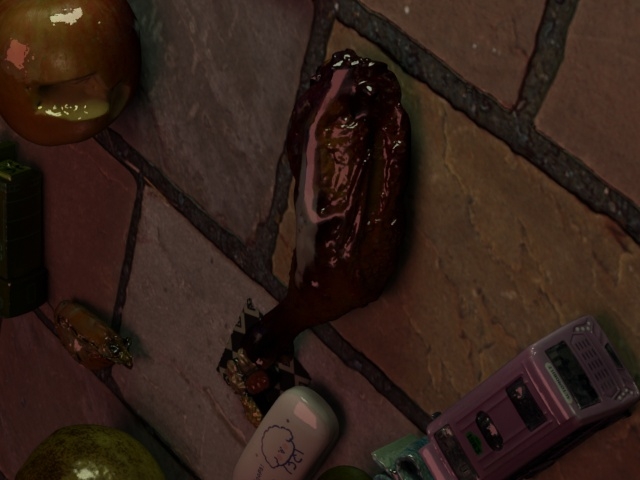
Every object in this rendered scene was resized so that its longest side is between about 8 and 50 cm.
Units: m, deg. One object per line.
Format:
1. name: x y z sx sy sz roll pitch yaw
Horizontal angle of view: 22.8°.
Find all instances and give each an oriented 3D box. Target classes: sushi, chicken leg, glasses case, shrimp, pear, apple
1. sushi: -0.074 0.148 1.733 0.120 0.026 0.126 50 136 24
2. chicken leg: 0.000 0.000 1.541 0.158 0.096 0.407 47 138 33
3. glasses case: -0.039 0.230 1.705 0.076 0.049 0.197 45 134 15
4. shrimp: -0.277 0.124 1.954 0.184 0.043 0.091 14 122 53
5. pear: -0.272 0.325 1.908 0.197 0.197 0.197 22 120 43
6. apple: -0.287 -0.196 1.737 0.199 0.199 0.199 22 120 43

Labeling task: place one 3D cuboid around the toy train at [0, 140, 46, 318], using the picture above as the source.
1. toy train: -0.415 -0.021 2.020 0.137 0.090 0.225 23 121 34

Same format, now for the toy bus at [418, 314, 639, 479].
1. toy bus: 0.178 0.153 1.378 0.096 0.108 0.199 59 139 14

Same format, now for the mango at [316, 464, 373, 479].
1. mango: 0.035 0.344 1.616 0.133 0.111 0.267 -128 34 -55

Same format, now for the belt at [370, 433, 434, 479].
1. belt: 0.165 0.291 1.481 0.302 0.072 0.087 44 138 27
